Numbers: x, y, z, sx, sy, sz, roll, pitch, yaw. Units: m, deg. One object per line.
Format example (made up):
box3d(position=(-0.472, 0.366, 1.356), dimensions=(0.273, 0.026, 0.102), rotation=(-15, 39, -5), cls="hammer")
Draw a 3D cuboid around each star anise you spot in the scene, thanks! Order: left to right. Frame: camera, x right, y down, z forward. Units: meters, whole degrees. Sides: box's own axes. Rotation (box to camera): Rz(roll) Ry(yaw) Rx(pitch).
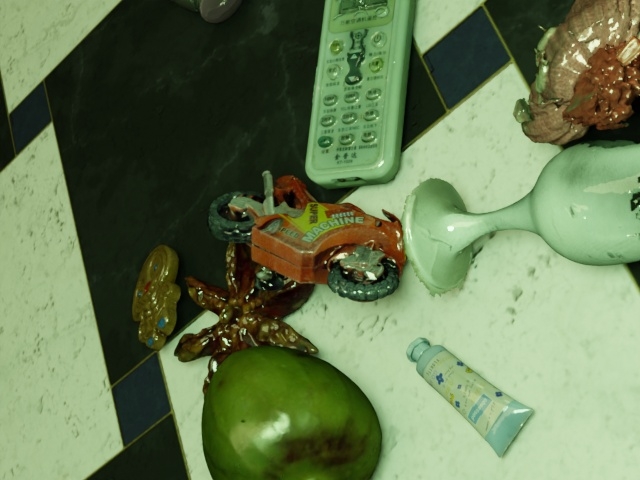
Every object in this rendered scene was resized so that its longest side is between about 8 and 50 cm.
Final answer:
box3d(position=(-0.093, 0.098, 1.585), dimensions=(0.288, 0.088, 0.288), rotation=(-19, 59, 34), cls="star anise")

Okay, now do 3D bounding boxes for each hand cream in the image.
box3d(position=(0.160, 0.166, 1.356), dimensions=(0.170, 0.043, 0.065), rotation=(39, 101, 40), cls="hand cream")

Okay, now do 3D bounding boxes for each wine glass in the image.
box3d(position=(0.247, -0.027, 1.293), dimensions=(0.321, 0.143, 0.143), rotation=(-12, 65, 36), cls="wine glass")

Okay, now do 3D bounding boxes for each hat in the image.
box3d(position=(0.273, -0.194, 1.274), dimensions=(0.286, 0.107, 0.237), rotation=(-84, 15, -61), cls="hat")

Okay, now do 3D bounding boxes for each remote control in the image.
box3d(position=(0.060, -0.229, 1.591), dimensions=(0.128, 0.065, 0.335), rotation=(-5, 70, 33), cls="remote control")

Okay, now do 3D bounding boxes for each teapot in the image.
box3d(position=(-0.169, -0.404, 1.867), dimensions=(0.148, 0.116, 0.146), rotation=(-28, 57, -23), cls="teapot")

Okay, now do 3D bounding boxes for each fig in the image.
box3d(position=(-0.043, 0.217, 1.418), dimensions=(0.203, 0.203, 0.225), rotation=(-52, 42, 13), cls="fig")

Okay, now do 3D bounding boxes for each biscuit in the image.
box3d(position=(-0.235, 0.078, 1.730), dimensions=(0.124, 0.026, 0.175), rotation=(-58, 29, 26), cls="biscuit")

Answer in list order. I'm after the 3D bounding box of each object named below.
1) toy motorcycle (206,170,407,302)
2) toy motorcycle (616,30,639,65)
box3d(position=(-0.001, -0.001, 1.488), dimensions=(0.298, 0.171, 0.089), rotation=(26, 132, 38), cls="toy motorcycle")
box3d(position=(0.423, -0.162, 1.089), dimensions=(0.221, 0.325, 0.148), rotation=(-47, 9, 8), cls="toy motorcycle")
